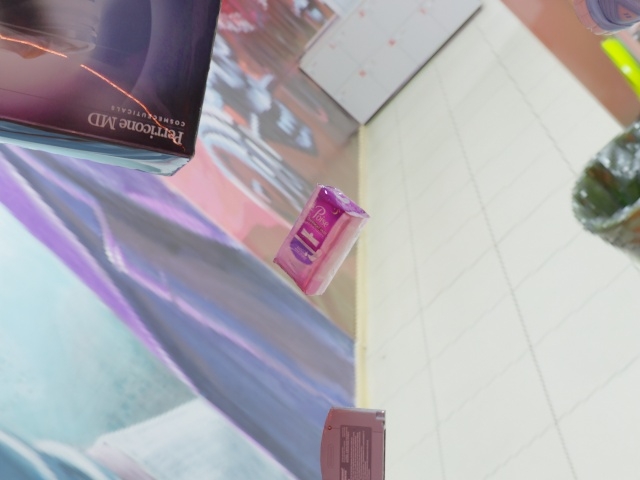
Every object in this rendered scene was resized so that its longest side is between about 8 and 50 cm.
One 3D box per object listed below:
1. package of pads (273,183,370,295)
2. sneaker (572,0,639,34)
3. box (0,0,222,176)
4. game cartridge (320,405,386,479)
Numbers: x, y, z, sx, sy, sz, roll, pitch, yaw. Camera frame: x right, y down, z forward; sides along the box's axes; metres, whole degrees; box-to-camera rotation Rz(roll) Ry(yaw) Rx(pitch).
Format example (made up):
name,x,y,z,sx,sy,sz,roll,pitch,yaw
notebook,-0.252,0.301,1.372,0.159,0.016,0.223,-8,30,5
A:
name,x,y,z,sx,sy,sz,roll,pitch,yaw
package of pads,0.000,0.000,0.767,0.032,0.050,0.083,8,-61,-53
sneaker,0.215,-0.235,0.680,0.063,0.162,0.073,-34,19,-25
box,-0.264,-0.246,1.003,0.183,0.296,0.294,174,105,-74
game cartridge,0.028,0.183,0.786,0.017,0.056,0.083,-26,-62,-79
